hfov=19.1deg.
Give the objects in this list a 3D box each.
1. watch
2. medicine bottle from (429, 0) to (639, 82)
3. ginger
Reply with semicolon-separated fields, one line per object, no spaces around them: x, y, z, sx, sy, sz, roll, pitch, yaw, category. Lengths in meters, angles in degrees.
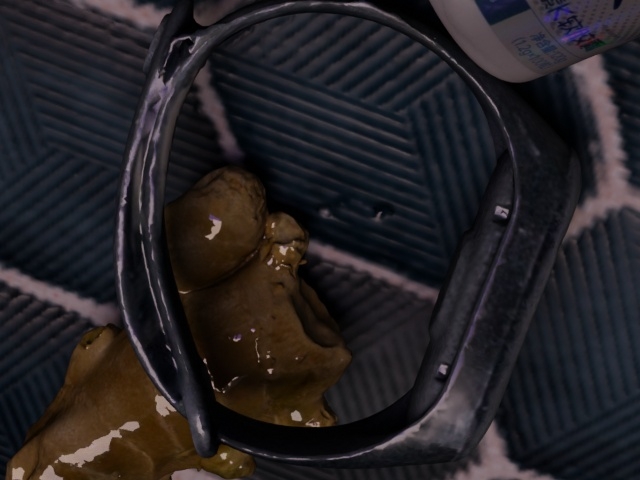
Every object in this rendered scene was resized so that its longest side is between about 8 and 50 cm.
0.000;0.000;0.812;0.193;0.068;0.206;21;96;-4;watch
0.133;-0.138;0.705;0.191;0.107;0.107;-21;112;27;medicine bottle
-0.059;0.066;0.904;0.115;0.081;0.205;26;116;-24;ginger
